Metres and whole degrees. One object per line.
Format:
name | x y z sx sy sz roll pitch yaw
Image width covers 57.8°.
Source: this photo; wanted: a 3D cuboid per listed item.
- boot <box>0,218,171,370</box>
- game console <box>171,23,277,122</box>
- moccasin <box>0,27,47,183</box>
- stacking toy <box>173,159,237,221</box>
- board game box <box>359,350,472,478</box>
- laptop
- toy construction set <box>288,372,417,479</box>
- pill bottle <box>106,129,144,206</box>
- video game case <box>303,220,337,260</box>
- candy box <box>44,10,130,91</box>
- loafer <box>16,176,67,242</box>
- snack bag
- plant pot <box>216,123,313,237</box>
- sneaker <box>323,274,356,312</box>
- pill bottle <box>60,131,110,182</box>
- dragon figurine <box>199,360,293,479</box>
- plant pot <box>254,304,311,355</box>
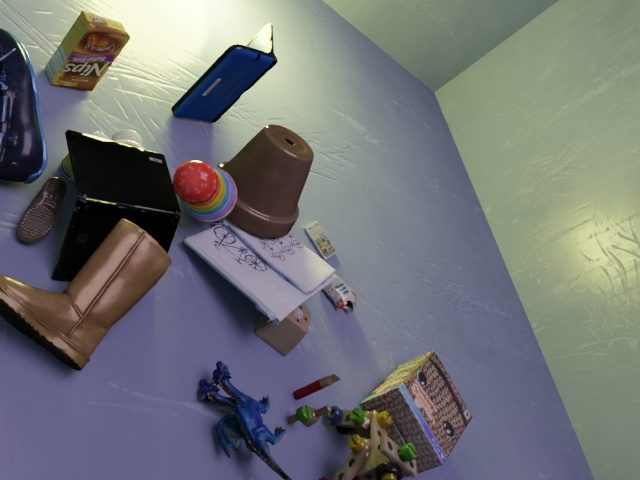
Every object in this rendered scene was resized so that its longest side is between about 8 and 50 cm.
boot | -0.429 0.062 1.044 0.236 0.089 0.269 53 49 -29
game console | -0.276 -0.488 1.639 0.250 0.293 0.173 -6 65 -56
moccasin | -0.620 -0.276 1.116 0.117 0.138 0.342 -2 63 -50
stacking toy | -0.261 -0.120 1.291 0.141 0.141 0.330 55 -6 -2
board game box | 0.281 0.487 1.660 0.232 0.141 0.291 60 31 6
laptop | -0.423 -0.058 1.185 0.136 0.264 0.234 30 13 38
toy construction set | 0.097 0.447 1.346 0.309 0.237 0.257 56 31 0
pill bottle | -0.439 -0.166 1.304 0.094 0.094 0.169 26 42 -40
video game case | 0.000 0.000 1.846 0.122 0.011 0.087 57 30 2
candy box | -0.533 -0.427 1.324 0.109 0.187 0.053 -6 63 -55
loafer | -0.535 -0.054 1.114 0.056 0.050 0.148 35 52 -26
snack bag | -0.146 0.043 1.477 0.323 0.037 0.342 40 28 11
plant pot | -0.135 -0.174 1.544 0.263 0.229 0.263 28 29 -17
sneaker | 0.052 0.159 1.726 0.161 0.057 0.075 38 30 -33
pill bottle | -0.490 -0.176 1.219 0.065 0.116 0.065 35 37 -32
dragon figurine | -0.153 0.382 1.173 0.144 0.085 0.289 22 31 -47
plant pot | -0.085 0.204 1.454 0.109 0.096 0.109 43 33 -23
